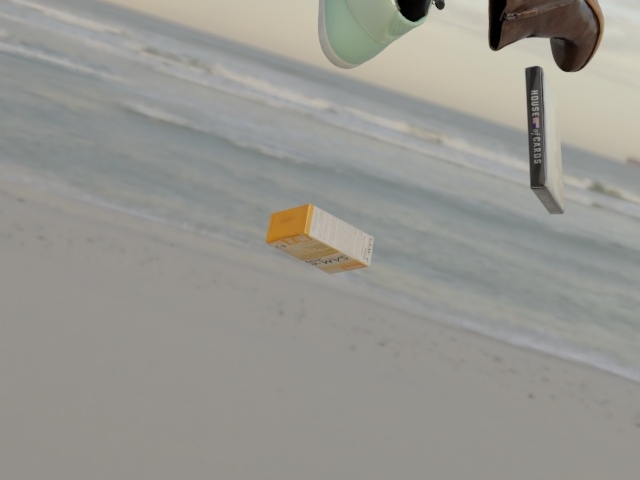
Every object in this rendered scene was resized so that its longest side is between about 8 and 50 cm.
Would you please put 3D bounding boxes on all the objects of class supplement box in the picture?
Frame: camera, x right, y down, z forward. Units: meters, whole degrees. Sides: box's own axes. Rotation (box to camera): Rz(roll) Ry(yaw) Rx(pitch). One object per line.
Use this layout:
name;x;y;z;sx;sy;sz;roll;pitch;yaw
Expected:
supplement box;0.000;0.000;1.164;0.098;0.036;0.062;27;-27;-38

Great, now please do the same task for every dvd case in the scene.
dvd case;0.341;-0.145;1.670;0.030;0.179;0.239;-4;-9;18

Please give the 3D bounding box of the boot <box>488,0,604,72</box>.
boot;0.303;-0.309;1.538;0.207;0.248;0.090;-33;50;-26

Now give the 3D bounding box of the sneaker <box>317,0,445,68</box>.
sneaker;0.060;-0.324;1.167;0.094;0.255;0.151;-2;-8;-37
